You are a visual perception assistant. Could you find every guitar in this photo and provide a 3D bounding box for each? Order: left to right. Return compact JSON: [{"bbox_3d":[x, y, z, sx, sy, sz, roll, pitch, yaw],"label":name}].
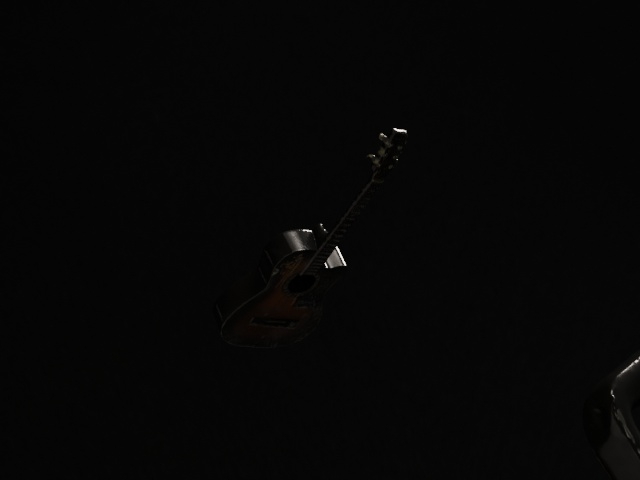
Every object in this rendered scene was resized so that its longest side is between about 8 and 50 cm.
[{"bbox_3d":[0.000,0.000,1.223,0.088,0.233,0.025,7,-138,-36],"label":"guitar"}]

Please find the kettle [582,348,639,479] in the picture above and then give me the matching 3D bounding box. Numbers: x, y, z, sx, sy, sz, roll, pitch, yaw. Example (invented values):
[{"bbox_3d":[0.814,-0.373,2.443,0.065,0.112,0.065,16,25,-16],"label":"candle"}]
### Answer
[{"bbox_3d":[0.315,0.223,1.242,0.262,0.203,0.308,30,-144,23],"label":"kettle"}]
